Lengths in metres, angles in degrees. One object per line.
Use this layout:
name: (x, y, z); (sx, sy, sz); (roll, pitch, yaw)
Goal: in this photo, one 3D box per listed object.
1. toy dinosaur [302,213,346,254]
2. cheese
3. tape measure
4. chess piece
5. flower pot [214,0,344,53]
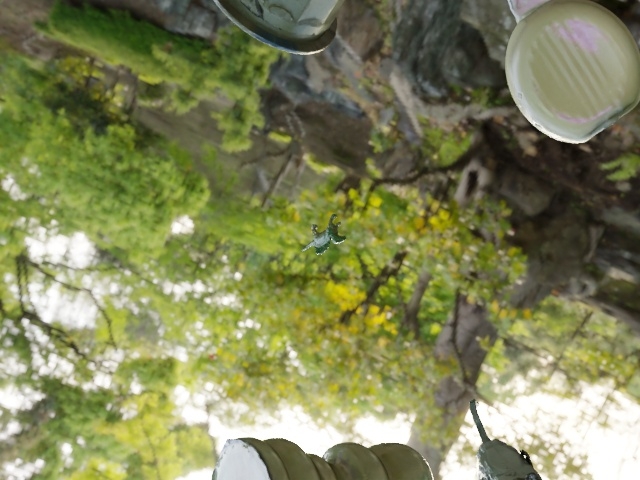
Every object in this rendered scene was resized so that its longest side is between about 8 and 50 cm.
toy dinosaur: (0.000, 0.000, 1.404); (0.029, 0.060, 0.119); (33, 140, -27)
cheese: (0.249, -0.218, 0.938); (0.227, 0.137, 0.064); (57, -169, -4)
tape measure: (0.268, 0.359, 1.375); (0.084, 0.164, 0.330); (-13, -168, -7)
chess piece: (0.024, 0.363, 1.269); (0.330, 0.182, 0.182); (4, -164, -35)
flower pot: (-0.023, -0.386, 1.117); (0.212, 0.202, 0.212); (20, -134, -22)
